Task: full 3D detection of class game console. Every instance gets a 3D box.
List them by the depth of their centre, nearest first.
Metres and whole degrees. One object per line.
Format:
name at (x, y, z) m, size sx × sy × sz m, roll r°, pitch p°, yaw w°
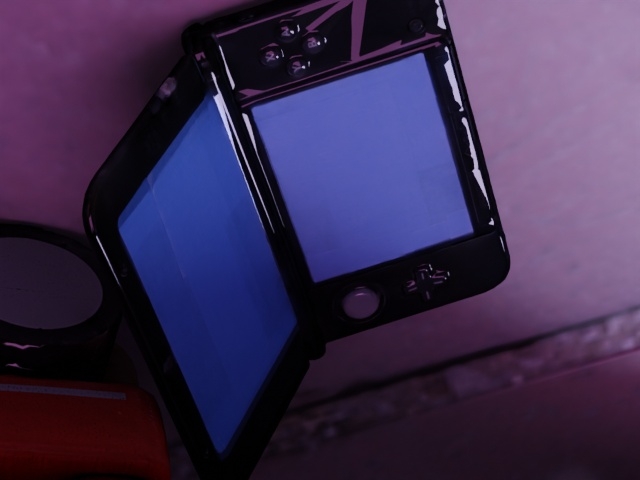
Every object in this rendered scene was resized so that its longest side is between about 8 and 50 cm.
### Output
game console at (0.000, 0.000, 0.475) m, size 0.107 × 0.071 × 0.122 m, roll -17°, pitch 129°, yaw 2°

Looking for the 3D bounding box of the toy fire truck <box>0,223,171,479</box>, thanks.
toy fire truck at (-0.137, 0.091, 0.399) m, size 0.217 × 0.246 × 0.158 m, roll 7°, pitch 126°, yaw -21°
